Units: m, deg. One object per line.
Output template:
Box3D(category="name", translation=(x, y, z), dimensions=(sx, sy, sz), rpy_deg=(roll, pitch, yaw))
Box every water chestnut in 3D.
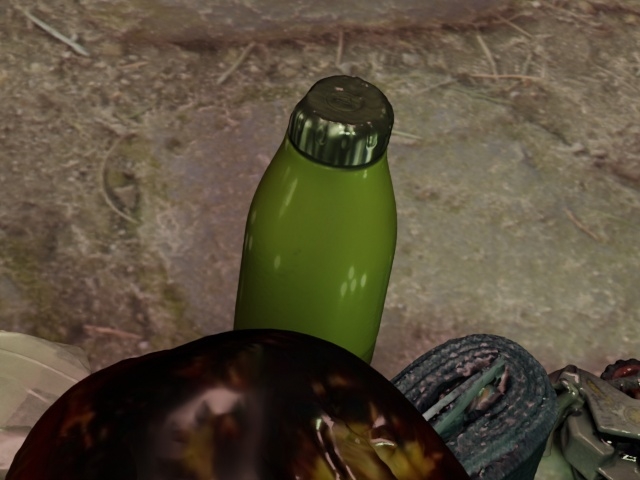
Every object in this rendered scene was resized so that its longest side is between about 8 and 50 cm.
Box3D(category="water chestnut", translation=(-0.051, 0.226, 0.985), dimensions=(0.350, 0.302, 0.350), rpy_deg=(28, 44, -31))

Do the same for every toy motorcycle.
Box3D(category="toy motorcycle", translation=(0.213, 0.161, 1.248), dimensions=(0.122, 0.080, 0.215), rpy_deg=(9, 43, -3))

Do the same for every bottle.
Box3D(category="bottle", translation=(0.000, 0.000, 1.246), dimensions=(0.112, 0.260, 0.112), rpy_deg=(6, 41, -5))

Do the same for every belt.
Box3D(category="belt", translation=(0.081, 0.149, 1.194), dimensions=(0.122, 0.128, 0.218), rpy_deg=(35, 48, 25))

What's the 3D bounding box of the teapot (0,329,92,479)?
Box3D(category="teapot", translation=(-0.230, 0.153, 1.089), dimensions=(0.222, 0.178, 0.163), rpy_deg=(-12, 45, -22))
